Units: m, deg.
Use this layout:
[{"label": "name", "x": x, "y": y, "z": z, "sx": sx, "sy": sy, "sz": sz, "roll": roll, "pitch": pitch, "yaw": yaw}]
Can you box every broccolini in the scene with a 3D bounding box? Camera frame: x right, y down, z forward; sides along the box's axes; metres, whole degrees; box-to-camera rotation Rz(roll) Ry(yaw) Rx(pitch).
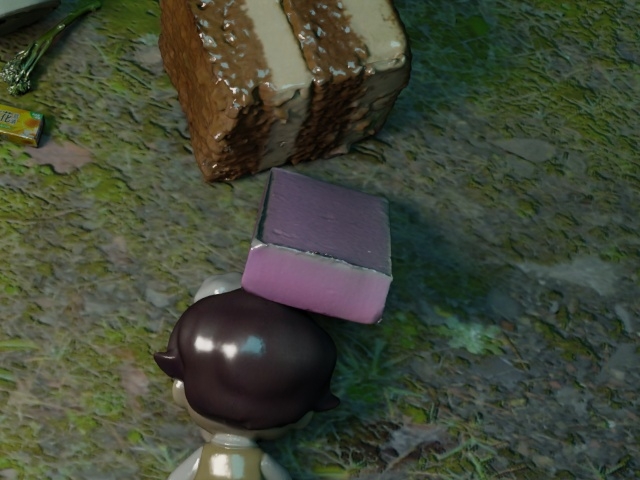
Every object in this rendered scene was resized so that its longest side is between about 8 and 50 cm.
[{"label": "broccolini", "x": -0.380, "y": -0.282, "z": 1.667, "sx": 0.054, "sy": 0.052, "sz": 0.194, "roll": 43, "pitch": 71, "yaw": 2}]

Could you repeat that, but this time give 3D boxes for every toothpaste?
[{"label": "toothpaste", "x": -0.473, "y": -0.171, "z": 1.625, "sx": 0.178, "sy": 0.037, "sz": 0.043, "roll": 14, "pitch": 72, "yaw": -4}]

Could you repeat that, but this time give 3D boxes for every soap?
[{"label": "soap", "x": -0.001, "y": 0.002, "z": 1.534, "sx": 0.181, "sy": 0.259, "sz": 0.081, "roll": 15, "pitch": 113, "yaw": -5}]

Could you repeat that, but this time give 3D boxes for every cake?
[{"label": "cake", "x": -0.057, "y": -0.263, "z": 1.605, "sx": 0.290, "sy": 0.256, "sz": 0.282, "roll": -18, "pitch": 74, "yaw": -18}]

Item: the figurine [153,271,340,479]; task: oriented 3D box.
[{"label": "figurine", "x": -0.094, "y": 0.234, "z": 1.503, "sx": 0.218, "sy": 0.206, "sz": 0.365, "roll": 7, "pitch": 95, "yaw": 18}]

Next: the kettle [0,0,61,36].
[{"label": "kettle", "x": -0.523, "y": -0.418, "z": 1.580, "sx": 0.205, "sy": 0.265, "sz": 0.318, "roll": -32, "pitch": 104, "yaw": -42}]
